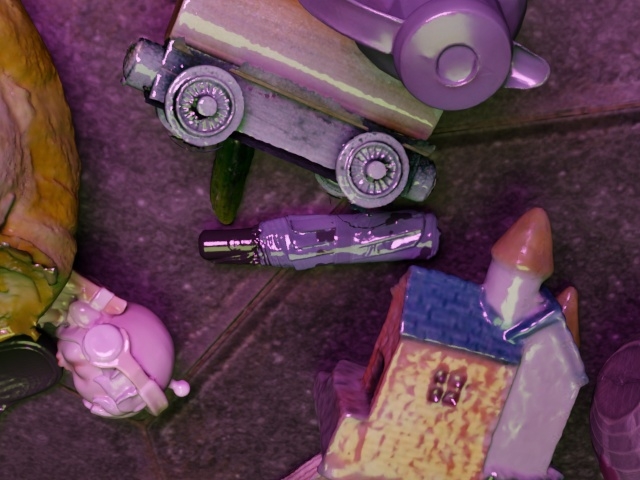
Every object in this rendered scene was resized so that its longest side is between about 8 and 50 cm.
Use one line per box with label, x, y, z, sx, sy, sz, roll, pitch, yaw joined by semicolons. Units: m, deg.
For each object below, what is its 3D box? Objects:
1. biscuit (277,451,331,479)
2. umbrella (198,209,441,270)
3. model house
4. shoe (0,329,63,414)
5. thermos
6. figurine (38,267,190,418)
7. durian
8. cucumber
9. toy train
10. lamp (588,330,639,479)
biscuit;0.034;0.384;1.351;0.150;0.052;0.252;-36;119;20
umbrella;0.000;-0.001;1.084;0.251;0.052;0.053;-1;126;-2
model house;0.165;0.101;1.110;0.267;0.194;0.324;16;109;-9
shoe;-0.405;0.179;1.172;0.241;0.093;0.108;-21;124;10
thermos;0.071;-0.203;0.809;0.182;0.286;0.145;14;123;-9
figurine;-0.242;0.108;1.095;0.237;0.162;0.141;46;75;-23
durian;-0.309;-0.069;0.907;0.205;0.339;0.256;6;164;-1
cucumber;-0.085;-0.081;1.037;0.039;0.039;0.167;10;125;-9
toy train;-0.015;-0.138;0.934;0.308;0.126;0.189;21;102;-15
lamp;0.405;0.205;1.108;0.233;0.265;0.233;-1;97;-6
